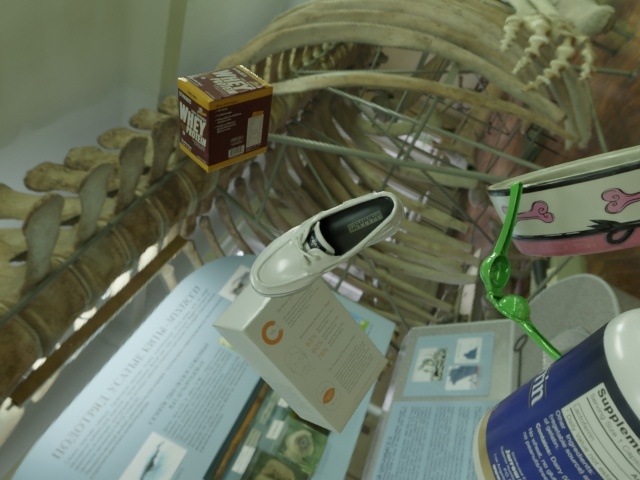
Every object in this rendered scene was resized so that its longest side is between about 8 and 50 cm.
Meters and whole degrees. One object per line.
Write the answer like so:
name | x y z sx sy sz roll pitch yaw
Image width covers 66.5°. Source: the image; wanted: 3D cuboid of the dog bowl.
dog bowl | 0.554 -0.084 0.971 0.408 0.408 0.150 -44 -60 -79

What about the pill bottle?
pill bottle | 0.259 0.150 0.394 0.265 0.153 0.153 -60 -1 40

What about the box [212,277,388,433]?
box | -0.041 0.241 1.138 0.215 0.345 0.168 -48 22 -28

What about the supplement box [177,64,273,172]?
supplement box | -0.240 -0.309 1.229 0.191 0.129 0.194 -28 -34 -36

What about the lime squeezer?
lime squeezer | 0.306 0.072 0.741 0.110 0.059 0.310 -24 61 30

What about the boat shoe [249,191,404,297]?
boat shoe | 0.000 0.000 0.710 0.258 0.095 0.084 -33 -13 6
